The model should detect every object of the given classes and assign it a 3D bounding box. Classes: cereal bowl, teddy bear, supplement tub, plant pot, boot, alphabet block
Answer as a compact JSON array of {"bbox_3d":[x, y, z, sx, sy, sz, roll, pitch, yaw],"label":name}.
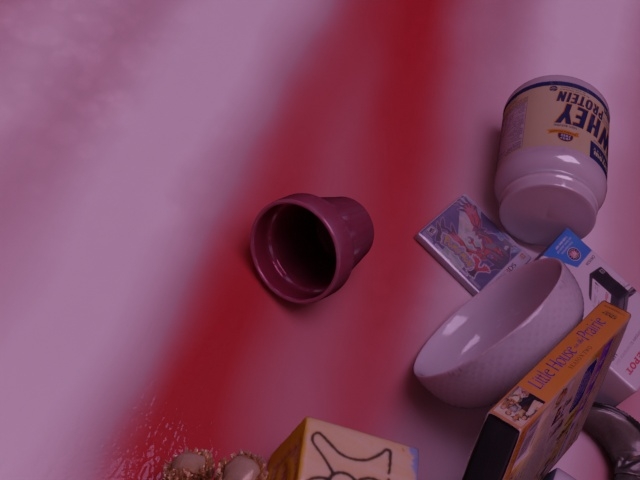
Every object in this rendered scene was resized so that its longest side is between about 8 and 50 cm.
[{"bbox_3d":[0.339,0.188,1.867,0.141,0.339,0.339,51,51,-6],"label":"cereal bowl"},{"bbox_3d":[-0.170,0.471,1.537,0.245,0.113,0.338,-12,65,3],"label":"teddy bear"},{"bbox_3d":[0.500,-0.172,2.236,0.235,0.235,0.324,22,52,-10],"label":"supplement tub"},{"bbox_3d":[0.000,0.000,1.930,0.201,0.201,0.180,50,36,12],"label":"plant pot"},{"bbox_3d":[0.573,0.427,1.969,0.246,0.083,0.161,34,56,1],"label":"boot"},{"bbox_3d":[0.025,0.418,1.644,0.197,0.193,0.192,19,51,-12],"label":"alphabet block"}]

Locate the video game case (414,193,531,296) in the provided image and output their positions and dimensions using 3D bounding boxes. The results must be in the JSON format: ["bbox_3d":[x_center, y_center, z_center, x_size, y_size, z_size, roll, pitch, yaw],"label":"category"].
[{"bbox_3d":[0.321,0.015,2.163,0.201,0.023,0.183,45,51,9],"label":"video game case"}]

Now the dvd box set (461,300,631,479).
[{"bbox_3d":[0.356,0.308,1.698,0.062,0.307,0.420,30,37,25],"label":"dvd box set"}]

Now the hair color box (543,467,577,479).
[{"bbox_3d":[0.517,0.586,1.810,0.374,0.113,0.185,33,51,0],"label":"hair color box"}]

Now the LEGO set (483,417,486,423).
[{"bbox_3d":[0.354,0.318,1.927,0.087,0.093,0.227,16,53,-14],"label":"LEGO set"}]

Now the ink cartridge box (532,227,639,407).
[{"bbox_3d":[0.532,0.162,2.093,0.307,0.129,0.223,44,51,7],"label":"ink cartridge box"}]
